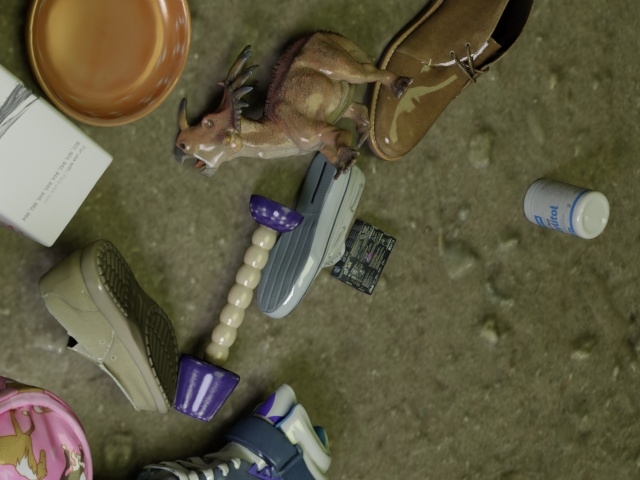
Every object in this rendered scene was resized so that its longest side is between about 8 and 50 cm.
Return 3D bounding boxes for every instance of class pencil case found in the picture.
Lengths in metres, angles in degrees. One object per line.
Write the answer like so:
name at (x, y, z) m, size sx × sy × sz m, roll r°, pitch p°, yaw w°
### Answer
pencil case at (-0.381, 0.190, 1.262) m, size 0.167 × 0.386 × 0.160 m, roll -51°, pitch 129°, yaw -30°

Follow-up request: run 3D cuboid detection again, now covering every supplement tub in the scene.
supplement tub at (0.352, -0.046, 1.960) m, size 0.071 × 0.107 × 0.071 m, roll -11°, pitch 108°, yaw -36°

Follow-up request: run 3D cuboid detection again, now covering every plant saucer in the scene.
plant saucer at (-0.232, -0.224, 1.487) m, size 0.200 × 0.037 × 0.200 m, roll -13°, pitch 111°, yaw -36°

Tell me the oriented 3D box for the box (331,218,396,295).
box at (0.057, 0.022, 1.800) m, size 0.067 × 0.018 × 0.083 m, roll 28°, pitch 84°, yaw -40°

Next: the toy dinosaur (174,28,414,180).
toy dinosaur at (-0.022, -0.179, 1.625) m, size 0.200 × 0.127 × 0.295 m, roll 37°, pitch 56°, yaw -3°

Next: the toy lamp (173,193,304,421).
toy lamp at (-0.102, 0.084, 1.652) m, size 0.080 × 0.080 × 0.274 m, roll 28°, pitch 85°, yaw -40°

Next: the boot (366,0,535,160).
boot at (0.165, -0.232, 1.756) m, size 0.112 × 0.115 × 0.305 m, roll 40°, pitch 78°, yaw -40°

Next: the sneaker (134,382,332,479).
sneaker at (-0.121, 0.270, 1.667) m, size 0.323 × 0.130 × 0.236 m, roll 28°, pitch 76°, yaw -37°

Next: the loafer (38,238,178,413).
loafer at (-0.234, 0.101, 1.543) m, size 0.102 × 0.092 × 0.268 m, roll -84°, pitch 161°, yaw -44°

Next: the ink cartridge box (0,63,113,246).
ink cartridge box at (-0.363, -0.125, 1.303) m, size 0.273 × 0.198 × 0.114 m, roll 42°, pitch 76°, yaw -38°

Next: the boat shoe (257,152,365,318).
boat shoe at (0.000, 0.000, 1.705) m, size 0.076 × 0.083 × 0.226 m, roll 29°, pitch 83°, yaw -39°
